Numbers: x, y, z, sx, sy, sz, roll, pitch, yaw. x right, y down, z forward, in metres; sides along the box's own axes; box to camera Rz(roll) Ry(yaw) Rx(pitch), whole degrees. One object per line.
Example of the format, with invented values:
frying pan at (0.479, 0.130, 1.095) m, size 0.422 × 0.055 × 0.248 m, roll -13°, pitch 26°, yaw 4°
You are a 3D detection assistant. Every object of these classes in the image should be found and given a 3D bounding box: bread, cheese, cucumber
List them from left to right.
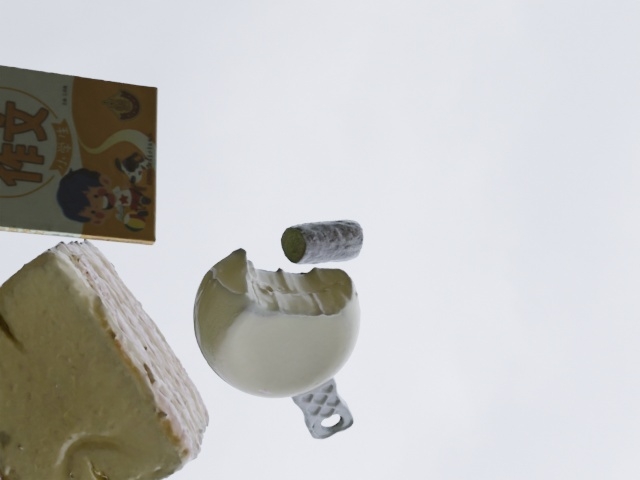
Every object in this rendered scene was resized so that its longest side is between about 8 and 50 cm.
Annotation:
bread at (-0.371, 0.220, 1.736) m, size 0.279 × 0.371 × 0.390 m, roll -31°, pitch -88°, yaw -3°
cheese at (-0.042, 0.118, 1.123) m, size 0.163 × 0.249 × 0.071 m, roll -9°, pitch -141°, yaw -13°
cucumber at (0.002, 0.000, 1.562) m, size 0.064 × 0.112 × 0.064 m, roll 8°, pitch -81°, yaw 58°

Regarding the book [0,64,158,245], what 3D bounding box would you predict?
book at (-0.331, -0.103, 1.293) m, size 0.020 × 0.295 × 0.208 m, roll 131°, pitch -39°, yaw -59°
